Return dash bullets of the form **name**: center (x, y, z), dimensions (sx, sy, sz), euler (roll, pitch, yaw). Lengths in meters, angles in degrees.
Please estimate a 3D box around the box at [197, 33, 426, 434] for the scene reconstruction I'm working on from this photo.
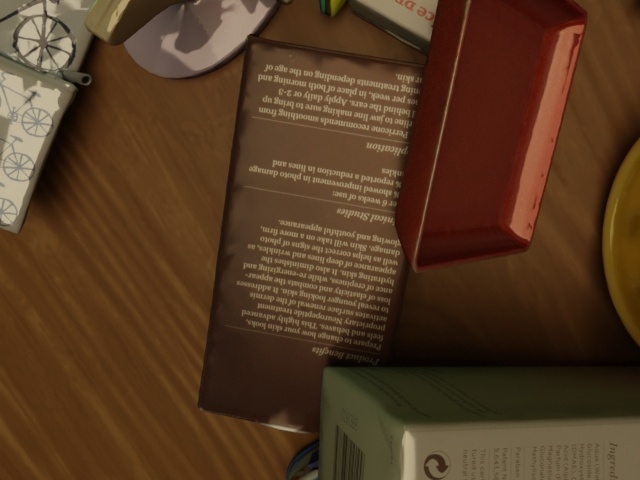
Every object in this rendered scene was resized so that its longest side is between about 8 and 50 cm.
- **box**: center (0.000, 0.000, 0.620), dimensions (0.191, 0.143, 0.381), euler (11, 101, 3)

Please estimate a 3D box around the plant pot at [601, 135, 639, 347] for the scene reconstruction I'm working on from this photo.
- **plant pot**: center (0.440, 0.003, 0.531), dimensions (0.239, 0.254, 0.253), euler (1, 102, -10)

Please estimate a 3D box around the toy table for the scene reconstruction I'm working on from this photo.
- **toy table**: center (-0.120, -0.289, 0.562), dimensions (0.252, 0.161, 0.274), euler (23, 102, 1)

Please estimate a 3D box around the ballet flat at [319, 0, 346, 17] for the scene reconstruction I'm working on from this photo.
- **ballet flat**: center (0.028, -0.345, 0.580), dimensions (0.077, 0.077, 0.230), euler (-5, 99, 0)

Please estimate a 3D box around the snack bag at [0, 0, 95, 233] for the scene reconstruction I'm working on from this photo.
- **snack bag**: center (-0.403, -0.219, 0.598), dimensions (0.323, 0.037, 0.342), euler (23, 89, -14)

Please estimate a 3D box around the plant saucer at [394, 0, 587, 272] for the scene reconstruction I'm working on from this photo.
- **plant saucer**: center (0.160, -0.110, 0.550), dimensions (0.048, 0.258, 0.259), euler (19, 105, 37)

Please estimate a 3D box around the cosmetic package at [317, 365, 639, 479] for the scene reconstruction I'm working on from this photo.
- **cosmetic package**: center (0.206, 0.197, 0.500), dimensions (0.385, 0.217, 0.156), euler (4, 88, -12)

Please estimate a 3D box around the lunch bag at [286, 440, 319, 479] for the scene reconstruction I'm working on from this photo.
- **lunch bag**: center (0.114, 0.301, 0.682), dimensions (0.303, 0.115, 0.243), euler (-32, 93, 11)

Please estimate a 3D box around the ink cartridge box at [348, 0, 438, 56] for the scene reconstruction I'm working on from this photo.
- **ink cartridge box**: center (0.131, -0.288, 0.576), dimensions (0.140, 0.082, 0.190), euler (29, 101, 0)
